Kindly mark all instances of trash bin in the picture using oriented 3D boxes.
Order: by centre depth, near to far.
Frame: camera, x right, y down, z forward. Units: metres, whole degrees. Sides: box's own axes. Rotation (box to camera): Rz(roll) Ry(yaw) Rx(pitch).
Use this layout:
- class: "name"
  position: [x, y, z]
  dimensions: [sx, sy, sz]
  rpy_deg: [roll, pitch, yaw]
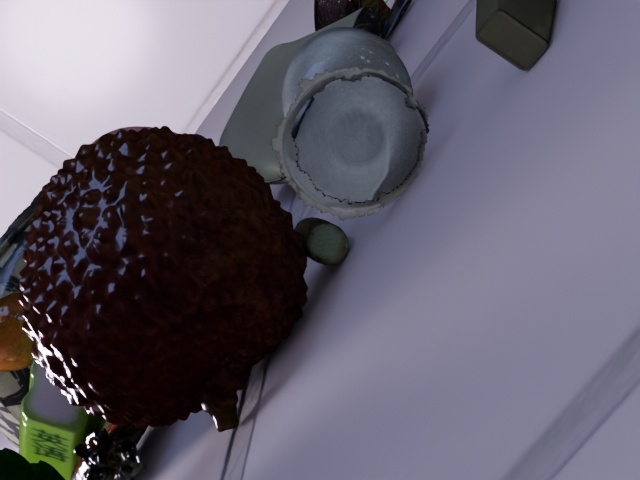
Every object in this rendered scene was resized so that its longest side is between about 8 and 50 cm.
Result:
- class: "trash bin"
  position: [0.160, -0.186, 1.395]
  dimensions: [0.043, 0.061, 0.092]
  rpy_deg: [-49, 14, 34]

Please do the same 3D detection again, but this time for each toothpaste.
- class: "toothpaste"
  position: [0.097, -0.290, 2.153]
  dimensions: [0.083, 0.019, 0.027]
  rpy_deg: [-60, 6, 24]

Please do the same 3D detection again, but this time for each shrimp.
- class: "shrimp"
  position: [-0.213, 0.228, 1.874]
  dimensions: [0.178, 0.075, 0.289]
  rpy_deg: [-59, -3, -28]

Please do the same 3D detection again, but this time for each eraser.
- class: "eraser"
  position: [-0.286, 0.165, 1.944]
  dimensions: [0.274, 0.092, 0.210]
  rpy_deg: [113, 173, -62]

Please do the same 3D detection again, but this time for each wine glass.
- class: "wine glass"
  position: [0.026, -0.129, 1.630]
  dimensions: [0.143, 0.143, 0.321]
  rpy_deg: [-54, 10, 15]

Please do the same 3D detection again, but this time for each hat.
- class: "hat"
  position: [0.057, -0.292, 2.206]
  dimensions: [0.193, 0.082, 0.193]
  rpy_deg: [175, 90, -72]

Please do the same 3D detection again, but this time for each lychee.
- class: "lychee"
  position: [-0.148, 0.041, 1.583]
  dimensions: [0.276, 0.304, 0.276]
  rpy_deg: [-28, -9, -5]

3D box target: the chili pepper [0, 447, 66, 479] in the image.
- class: "chili pepper"
  position: [-0.293, 0.322, 1.463]
  dimensions: [0.256, 0.248, 0.233]
  rpy_deg: [-47, -3, -5]

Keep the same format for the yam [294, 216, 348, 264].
- class: "yam"
  position: [0.000, 0.000, 1.615]
  dimensions: [0.043, 0.043, 0.094]
  rpy_deg: [-57, 10, -2]

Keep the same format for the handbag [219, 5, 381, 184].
- class: "handbag"
  position: [-0.016, -0.175, 2.074]
  dimensions: [0.241, 0.109, 0.315]
  rpy_deg: [-64, 13, -11]

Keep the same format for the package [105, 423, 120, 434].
- class: "package"
  position: [-0.270, 0.254, 2.155]
  dimensions: [0.200, 0.022, 0.083]
  rpy_deg: [-63, 11, -28]

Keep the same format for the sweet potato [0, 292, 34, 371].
- class: "sweet potato"
  position: [-0.414, 0.119, 2.071]
  dimensions: [0.292, 0.097, 0.097]
  rpy_deg: [-12, 42, 49]

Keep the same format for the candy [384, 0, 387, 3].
- class: "candy"
  position: [0.119, -0.384, 2.298]
  dimensions: [0.058, 0.062, 0.194]
  rpy_deg: [66, 148, 24]

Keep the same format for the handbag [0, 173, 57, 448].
- class: "handbag"
  position: [-0.362, 0.110, 2.332]
  dimensions: [0.327, 0.162, 0.325]
  rpy_deg: [-55, -27, -20]

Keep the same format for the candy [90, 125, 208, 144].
- class: "candy"
  position: [-0.217, -0.036, 2.201]
  dimensions: [0.094, 0.255, 0.255]
  rpy_deg: [-46, 14, 47]
